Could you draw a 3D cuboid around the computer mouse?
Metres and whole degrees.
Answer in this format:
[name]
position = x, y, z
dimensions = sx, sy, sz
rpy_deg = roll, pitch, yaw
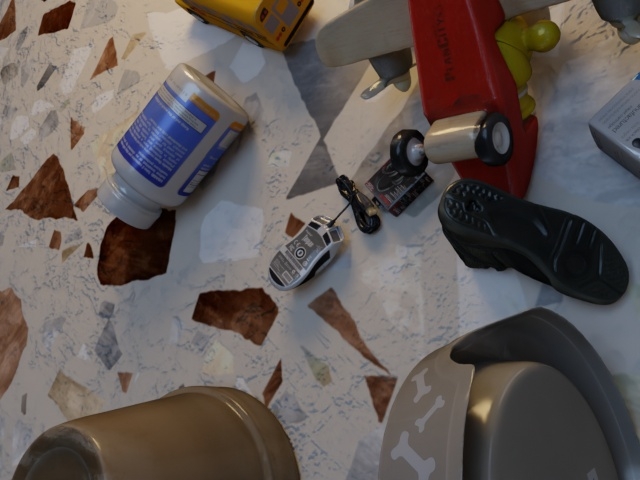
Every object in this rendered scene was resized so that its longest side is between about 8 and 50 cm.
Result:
[computer mouse]
position = 0.000, 0.000, 0.947
dimensions = 0.193, 0.042, 0.106
rpy_deg = -44, 60, 7

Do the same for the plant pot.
[plant pot]
position = -0.234, 0.343, 0.839
dimensions = 0.323, 0.280, 0.323
rpy_deg = -12, 67, 31

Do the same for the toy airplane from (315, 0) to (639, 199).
[toy airplane]
position = 0.187, -0.285, 0.777
dimensions = 0.386, 0.272, 0.384
rpy_deg = 45, 133, 22

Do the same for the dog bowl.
[dog bowl]
position = 0.185, 0.239, 0.568
dimensions = 0.102, 0.349, 0.349
rpy_deg = -21, 63, 41

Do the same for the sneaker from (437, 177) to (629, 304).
[sneaker]
position = 0.245, 0.007, 0.762
dimensions = 0.227, 0.130, 0.087
rpy_deg = 24, 83, 9

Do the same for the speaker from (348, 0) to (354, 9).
[speaker]
position = 0.109, -0.354, 0.983
dimensions = 0.136, 0.055, 0.055
rpy_deg = 24, 88, 37

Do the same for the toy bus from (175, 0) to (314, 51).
[toy bus]
position = -0.161, -0.444, 1.147
dimensions = 0.333, 0.130, 0.108
rpy_deg = 34, 94, 37

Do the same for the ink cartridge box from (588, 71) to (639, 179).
[ink cartridge box]
position = 0.415, -0.109, 0.681
dimensions = 0.139, 0.082, 0.190
rpy_deg = -46, 53, 12

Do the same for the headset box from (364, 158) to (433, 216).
[headset box]
position = 0.108, -0.080, 0.905
dimensions = 0.083, 0.032, 0.062
rpy_deg = -44, 56, 12

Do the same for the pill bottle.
[pill bottle]
position = -0.264, -0.157, 1.105
dimensions = 0.272, 0.152, 0.152
rpy_deg = -48, 55, 10
